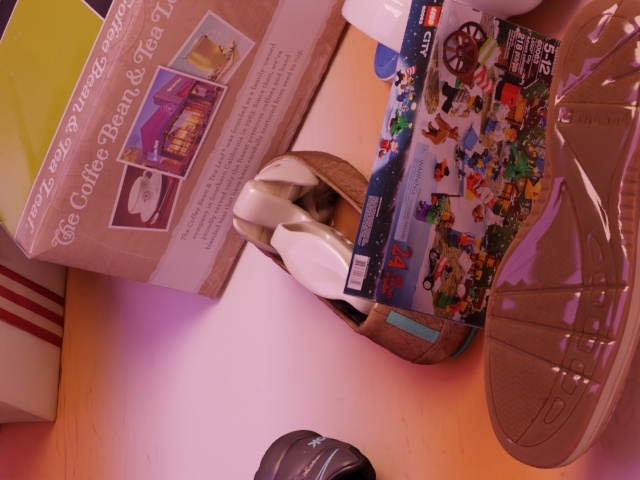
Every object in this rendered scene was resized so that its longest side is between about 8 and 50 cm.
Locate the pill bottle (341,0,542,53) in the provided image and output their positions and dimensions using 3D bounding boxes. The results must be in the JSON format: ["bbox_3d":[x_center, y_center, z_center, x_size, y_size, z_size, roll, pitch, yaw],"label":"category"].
[{"bbox_3d":[0.133,-0.279,1.552,0.162,0.162,0.278,43,112,50],"label":"pill bottle"}]

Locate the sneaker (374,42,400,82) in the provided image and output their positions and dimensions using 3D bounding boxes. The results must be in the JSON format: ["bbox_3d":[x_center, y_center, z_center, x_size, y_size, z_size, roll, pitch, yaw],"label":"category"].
[{"bbox_3d":[0.062,-0.214,1.684,0.058,0.085,0.152,45,114,49],"label":"sneaker"}]

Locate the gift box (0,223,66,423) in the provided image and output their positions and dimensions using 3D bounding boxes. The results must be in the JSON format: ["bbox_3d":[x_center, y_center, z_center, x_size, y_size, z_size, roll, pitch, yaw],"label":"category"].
[{"bbox_3d":[-0.427,0.047,2.019,0.255,0.258,0.276,-8,74,17],"label":"gift box"}]

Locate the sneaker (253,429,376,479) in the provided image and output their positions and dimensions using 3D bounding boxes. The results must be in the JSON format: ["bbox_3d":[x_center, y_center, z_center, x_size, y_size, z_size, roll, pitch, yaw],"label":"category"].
[{"bbox_3d":[-0.017,0.289,1.608,0.106,0.101,0.267,-1,78,50],"label":"sneaker"}]

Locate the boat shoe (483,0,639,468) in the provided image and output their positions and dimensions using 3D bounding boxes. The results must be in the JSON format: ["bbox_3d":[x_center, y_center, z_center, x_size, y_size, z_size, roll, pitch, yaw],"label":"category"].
[{"bbox_3d":[0.212,0.000,1.401,0.122,0.110,0.341,16,93,43],"label":"boat shoe"}]

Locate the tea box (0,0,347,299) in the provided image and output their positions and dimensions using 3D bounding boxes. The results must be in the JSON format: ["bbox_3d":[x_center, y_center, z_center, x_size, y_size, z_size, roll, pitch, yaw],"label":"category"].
[{"bbox_3d":[-0.186,-0.171,1.881,0.323,0.220,0.329,46,115,50],"label":"tea box"}]

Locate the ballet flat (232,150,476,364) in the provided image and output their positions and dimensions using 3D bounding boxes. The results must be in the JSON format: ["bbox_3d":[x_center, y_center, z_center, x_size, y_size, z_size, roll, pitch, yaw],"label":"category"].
[{"bbox_3d":[0.000,0.000,1.661,0.342,0.124,0.116,44,113,50],"label":"ballet flat"}]

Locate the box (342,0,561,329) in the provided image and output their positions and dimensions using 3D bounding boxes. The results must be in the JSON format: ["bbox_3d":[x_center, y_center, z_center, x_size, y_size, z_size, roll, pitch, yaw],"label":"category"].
[{"bbox_3d":[0.117,-0.053,1.498,0.044,0.159,0.233,11,87,55],"label":"box"}]
